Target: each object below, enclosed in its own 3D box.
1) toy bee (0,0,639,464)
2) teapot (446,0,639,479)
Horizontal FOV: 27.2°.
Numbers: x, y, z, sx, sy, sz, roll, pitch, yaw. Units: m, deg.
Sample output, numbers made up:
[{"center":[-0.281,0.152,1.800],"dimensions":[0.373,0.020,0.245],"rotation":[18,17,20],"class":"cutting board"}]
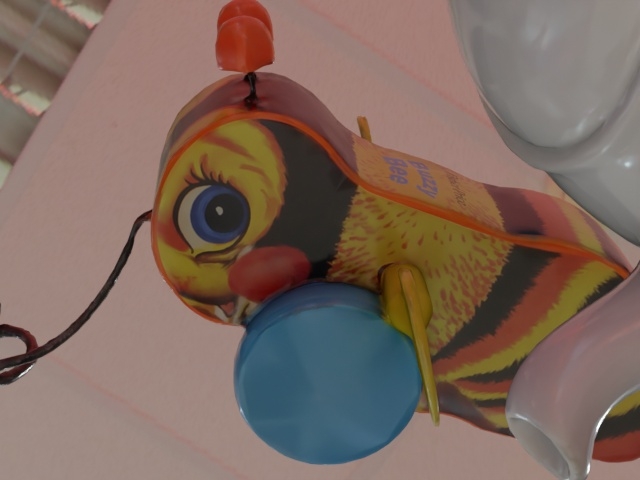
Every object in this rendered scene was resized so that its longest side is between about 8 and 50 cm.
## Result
[{"center":[0.000,0.000,0.492],"dimensions":[0.298,0.195,0.162],"rotation":[-3,-63,-26],"class":"toy bee"},{"center":[0.116,-0.104,0.405],"dimensions":[0.187,0.256,0.252],"rotation":[-1,-49,-16],"class":"teapot"}]
